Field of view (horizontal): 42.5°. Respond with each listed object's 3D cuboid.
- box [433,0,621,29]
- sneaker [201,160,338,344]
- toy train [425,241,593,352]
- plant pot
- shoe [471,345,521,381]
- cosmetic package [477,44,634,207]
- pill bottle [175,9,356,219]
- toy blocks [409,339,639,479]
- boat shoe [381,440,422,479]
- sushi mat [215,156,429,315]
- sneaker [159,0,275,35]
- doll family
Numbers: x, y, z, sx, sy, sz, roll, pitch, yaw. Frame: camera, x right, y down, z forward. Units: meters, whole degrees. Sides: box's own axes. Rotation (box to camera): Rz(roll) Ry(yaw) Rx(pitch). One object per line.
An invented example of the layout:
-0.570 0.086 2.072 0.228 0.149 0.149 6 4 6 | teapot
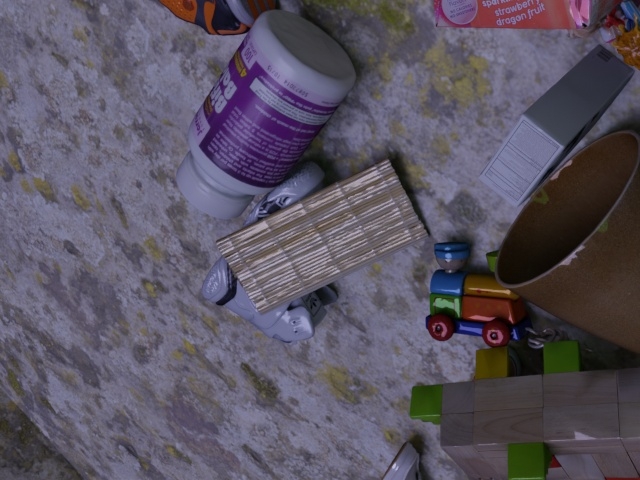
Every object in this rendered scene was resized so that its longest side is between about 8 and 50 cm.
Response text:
0.240 -0.315 0.803 0.154 0.300 0.142 13 125 34 | box
-0.045 0.035 1.410 0.210 0.137 0.366 39 129 -1 | sneaker
0.275 0.078 1.202 0.248 0.105 0.144 4 103 33 | toy train
0.385 0.037 1.000 0.254 0.237 0.237 38 138 -10 | plant pot
0.264 0.250 1.324 0.063 0.081 0.178 33 134 19 | shoe
0.275 -0.135 0.941 0.060 0.239 0.099 41 136 10 | cosmetic package
-0.094 -0.176 1.228 0.169 0.169 0.301 44 121 8 | pill bottle
0.353 0.290 1.179 0.381 0.191 0.261 -10 143 27 | toy blocks
0.166 0.482 1.558 0.096 0.098 0.277 28 142 22 | boat shoe
0.000 0.000 1.296 0.316 0.019 0.151 -26 114 15 | sushi mat
-0.201 -0.451 1.212 0.180 0.124 0.321 -1 117 39 | sneaker
0.368 -0.196 0.876 0.118 0.163 0.263 -32 95 47 | doll family
